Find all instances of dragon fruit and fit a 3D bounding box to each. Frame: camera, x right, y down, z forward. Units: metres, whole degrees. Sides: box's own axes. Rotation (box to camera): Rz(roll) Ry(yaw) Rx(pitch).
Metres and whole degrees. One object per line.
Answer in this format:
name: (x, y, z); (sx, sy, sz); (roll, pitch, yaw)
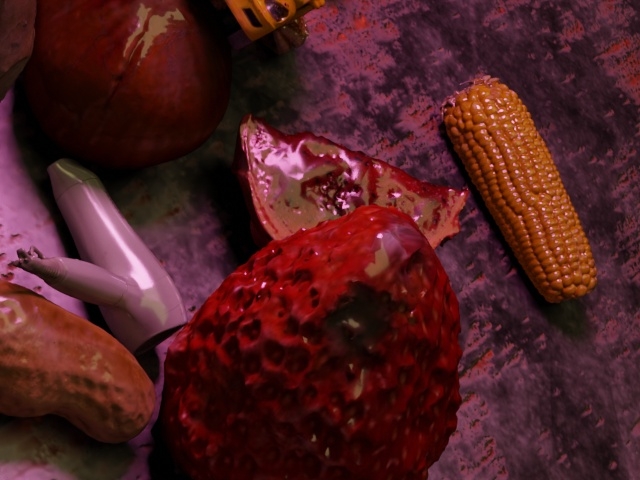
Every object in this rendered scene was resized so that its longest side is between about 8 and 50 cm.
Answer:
dragon fruit: (0.000, 0.000, 1.657); (0.262, 0.134, 0.211); (22, 61, -11)

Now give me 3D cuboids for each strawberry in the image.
strawberry: (0.014, 0.127, 1.411); (0.292, 0.310, 0.291); (14, 69, -40)

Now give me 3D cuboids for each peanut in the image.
peanut: (-0.242, 0.112, 1.370); (0.226, 0.095, 0.108); (31, 69, -31)

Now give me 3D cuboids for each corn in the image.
corn: (0.255, -0.063, 1.939); (0.106, 0.106, 0.305); (-18, 77, -47)

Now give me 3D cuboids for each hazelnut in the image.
hazelnut: (-0.191, -0.193, 1.530); (0.229, 0.229, 0.229); (23, 50, -31)

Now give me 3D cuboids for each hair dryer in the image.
hair dryer: (-0.228, 0.006, 1.416); (0.206, 0.075, 0.237); (58, 14, 13)

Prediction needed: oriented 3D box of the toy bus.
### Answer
toy bus: (-0.042, -0.298, 1.582); (0.145, 0.151, 0.331); (61, 10, -8)

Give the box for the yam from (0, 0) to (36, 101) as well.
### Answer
yam: (-0.306, -0.186, 1.379); (0.106, 0.259, 0.106); (8, 32, -5)

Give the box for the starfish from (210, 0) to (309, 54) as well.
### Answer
starfish: (-0.098, -0.365, 1.813); (0.303, 0.113, 0.312); (34, 48, -22)
